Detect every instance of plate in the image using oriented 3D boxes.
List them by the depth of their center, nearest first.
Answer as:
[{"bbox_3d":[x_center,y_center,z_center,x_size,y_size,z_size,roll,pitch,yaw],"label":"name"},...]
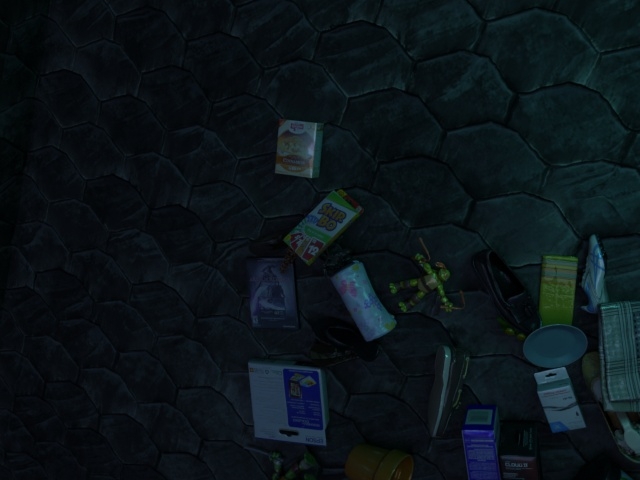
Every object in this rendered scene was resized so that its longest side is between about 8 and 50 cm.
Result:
[{"bbox_3d":[0.716,0.318,1.751,0.188,0.024,0.188,3,126,4],"label":"plate"}]

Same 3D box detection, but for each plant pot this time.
[{"bbox_3d":[0.195,0.809,2.002,0.187,0.205,0.205,17,106,34],"label":"plant pot"}]

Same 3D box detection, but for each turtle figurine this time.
[{"bbox_3d":[0.336,0.131,1.866,0.217,0.087,0.270,-31,96,31],"label":"turtle figurine"},{"bbox_3d":[-0.161,0.893,2.151,0.266,0.198,0.275,-33,90,20],"label":"turtle figurine"}]

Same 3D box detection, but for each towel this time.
[{"bbox_3d":[0.951,0.327,1.609,0.311,0.056,0.325,-4,90,5],"label":"towel"},{"bbox_3d":[0.726,0.162,1.753,0.102,0.021,0.238,6,103,27],"label":"towel"}]

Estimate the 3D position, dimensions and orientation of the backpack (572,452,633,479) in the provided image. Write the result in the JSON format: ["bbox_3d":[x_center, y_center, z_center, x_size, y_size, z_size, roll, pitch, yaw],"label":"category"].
[{"bbox_3d":[0.921,0.877,1.702,0.355,0.273,0.290,36,105,-1],"label":"backpack"}]

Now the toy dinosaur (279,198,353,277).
[{"bbox_3d":[0.000,0.000,1.941,0.322,0.164,0.218,-45,79,20],"label":"toy dinosaur"}]

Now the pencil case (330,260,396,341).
[{"bbox_3d":[0.145,0.206,1.943,0.124,0.113,0.273,-31,88,14],"label":"pencil case"}]

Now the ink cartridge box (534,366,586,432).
[{"bbox_3d":[0.744,0.498,1.782,0.104,0.060,0.180,-21,94,24],"label":"ink cartridge box"}]

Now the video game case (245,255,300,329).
[{"bbox_3d":[-0.177,0.195,2.119,0.195,0.026,0.275,-1,100,22],"label":"video game case"}]

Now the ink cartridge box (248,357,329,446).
[{"bbox_3d":[-0.118,0.605,2.151,0.303,0.072,0.308,0,102,21],"label":"ink cartridge box"}]

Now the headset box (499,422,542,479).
[{"bbox_3d":[0.633,0.727,1.786,0.110,0.218,0.294,-7,97,22],"label":"headset box"}]

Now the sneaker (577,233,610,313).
[{"bbox_3d":[0.799,0.099,1.678,0.086,0.085,0.238,-1,96,30],"label":"sneaker"}]

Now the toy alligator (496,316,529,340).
[{"bbox_3d":[0.637,0.291,1.798,0.189,0.056,0.051,23,147,4],"label":"toy alligator"}]

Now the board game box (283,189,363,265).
[{"bbox_3d":[0.011,-0.050,1.866,0.259,0.039,0.124,-44,64,-6],"label":"board game box"}]

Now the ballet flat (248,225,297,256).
[{"bbox_3d":[-0.150,-0.003,2.058,0.249,0.058,0.084,-19,131,29],"label":"ballet flat"}]

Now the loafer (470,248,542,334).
[{"bbox_3d":[0.578,0.157,1.750,0.109,0.095,0.303,-34,83,-17],"label":"loafer"}]

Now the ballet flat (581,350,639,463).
[{"bbox_3d":[0.888,0.500,1.698,0.123,0.123,0.349,-24,90,24],"label":"ballet flat"}]

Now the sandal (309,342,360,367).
[{"bbox_3d":[0.069,0.401,2.041,0.219,0.060,0.090,-15,68,9],"label":"sandal"}]

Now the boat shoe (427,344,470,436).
[{"bbox_3d":[0.422,0.503,1.890,0.096,0.116,0.325,5,102,-8],"label":"boat shoe"}]

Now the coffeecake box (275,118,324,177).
[{"bbox_3d":[-0.073,-0.316,1.957,0.142,0.068,0.186,10,103,21],"label":"coffeecake box"}]

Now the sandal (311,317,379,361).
[{"bbox_3d":[0.087,0.337,1.997,0.254,0.054,0.097,19,73,20],"label":"sandal"}]

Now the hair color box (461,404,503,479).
[{"bbox_3d":[0.537,0.728,1.842,0.110,0.185,0.339,-5,98,21],"label":"hair color box"}]
